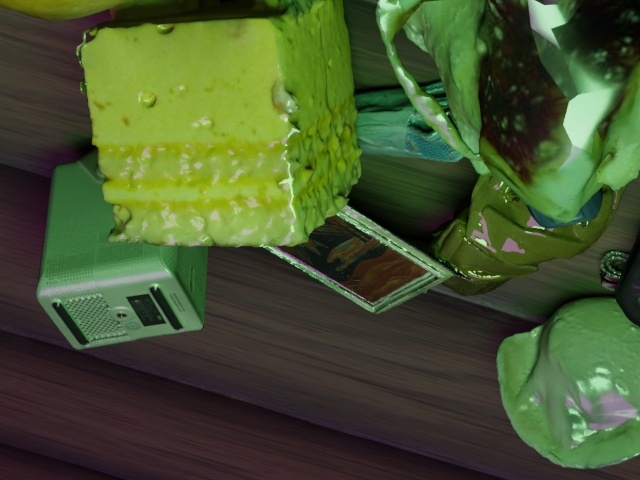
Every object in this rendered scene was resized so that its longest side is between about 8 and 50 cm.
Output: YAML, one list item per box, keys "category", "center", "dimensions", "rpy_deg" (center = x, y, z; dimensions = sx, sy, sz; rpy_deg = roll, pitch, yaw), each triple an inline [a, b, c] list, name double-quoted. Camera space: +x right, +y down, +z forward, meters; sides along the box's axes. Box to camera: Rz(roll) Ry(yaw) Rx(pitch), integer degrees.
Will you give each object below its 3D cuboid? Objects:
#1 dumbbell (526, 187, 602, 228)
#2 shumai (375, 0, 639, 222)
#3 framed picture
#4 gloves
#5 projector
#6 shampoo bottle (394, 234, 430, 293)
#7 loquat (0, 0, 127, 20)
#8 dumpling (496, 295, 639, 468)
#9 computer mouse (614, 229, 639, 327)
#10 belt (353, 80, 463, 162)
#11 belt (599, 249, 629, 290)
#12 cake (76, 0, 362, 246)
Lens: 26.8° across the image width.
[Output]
- category: "dumbbell"
  center: [0.335, -0.110, 1.253]
  dimensions: [0.316, 0.156, 0.143]
  rpy_deg: [-10, 126, 18]
- category: "shumai"
  center: [0.195, -0.189, 1.074]
  dimensions: [0.395, 0.348, 0.395]
  rpy_deg: [9, 149, 5]
- category: "framed picture"
  center: [0.000, 0.000, 1.584]
  dimensions: [0.273, 0.016, 0.216]
  rpy_deg: [31, 155, -10]
- category: "gloves"
  center: [0.230, -0.038, 1.467]
  dimensions: [0.154, 0.141, 0.331]
  rpy_deg: [26, 147, -11]
- category: "projector"
  center: [-0.238, -0.003, 1.663]
  dimensions: [0.177, 0.242, 0.163]
  rpy_deg: [-10, 140, 9]
- category: "shampoo bottle"
  center: [0.041, 0.015, 1.699]
  dimensions: [0.214, 0.072, 0.072]
  rpy_deg: [13, 147, 8]
- category: "loquat"
  center: [-0.221, -0.320, 1.144]
  dimensions: [0.263, 0.263, 0.263]
  rpy_deg: [12, 147, 8]
- category: "dumpling"
  center: [0.354, 0.172, 1.651]
  dimensions: [0.175, 0.226, 0.243]
  rpy_deg: [31, 138, -24]
- category: "computer mouse"
  center: [0.435, 0.007, 1.471]
  dimensions: [0.170, 0.100, 0.269]
  rpy_deg: [23, 138, 7]
- category: "belt"
  center: [0.037, -0.121, 1.479]
  dimensions: [0.302, 0.087, 0.072]
  rpy_deg: [-2, 140, 26]
- category: "belt"
  center: [0.444, 0.063, 1.586]
  dimensions: [0.232, 0.071, 0.053]
  rpy_deg: [9, 166, 17]
- category: "cake"
  center: [-0.096, -0.158, 1.328]
  dimensions: [0.228, 0.222, 0.286]
  rpy_deg: [1, 110, 18]
